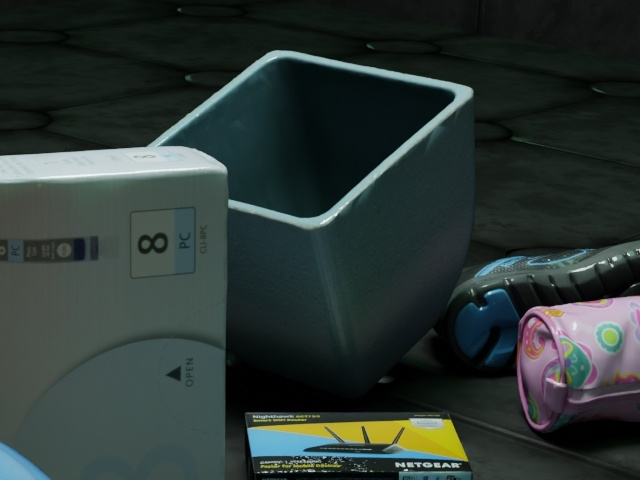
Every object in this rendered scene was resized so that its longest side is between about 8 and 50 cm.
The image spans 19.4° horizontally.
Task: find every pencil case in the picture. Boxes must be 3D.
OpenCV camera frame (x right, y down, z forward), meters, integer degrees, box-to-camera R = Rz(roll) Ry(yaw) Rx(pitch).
[{"bbox_3d":[0.324,0.112,1.740,0.284,0.124,0.124,-1,17,-17],"label":"pencil case"}]

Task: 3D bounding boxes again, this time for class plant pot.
[{"bbox_3d":[0.000,0.000,1.784,0.248,0.252,0.247,15,43,36],"label":"plant pot"}]

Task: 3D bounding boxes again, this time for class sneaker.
[{"bbox_3d":[0.268,0.051,1.930,0.340,0.125,0.139,-2,15,-19],"label":"sneaker"}]

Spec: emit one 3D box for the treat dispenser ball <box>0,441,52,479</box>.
[{"bbox_3d":[-0.238,0.227,0.950,0.288,0.288,0.288,2,16,-1],"label":"treat dispenser ball"}]

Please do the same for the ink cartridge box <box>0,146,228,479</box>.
[{"bbox_3d":[-0.257,0.099,1.351,0.385,0.308,0.091,-5,17,-24],"label":"ink cartridge box"}]

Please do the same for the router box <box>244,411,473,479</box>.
[{"bbox_3d":[0.028,0.186,1.564,0.179,0.046,0.133,1,16,-6],"label":"router box"}]
